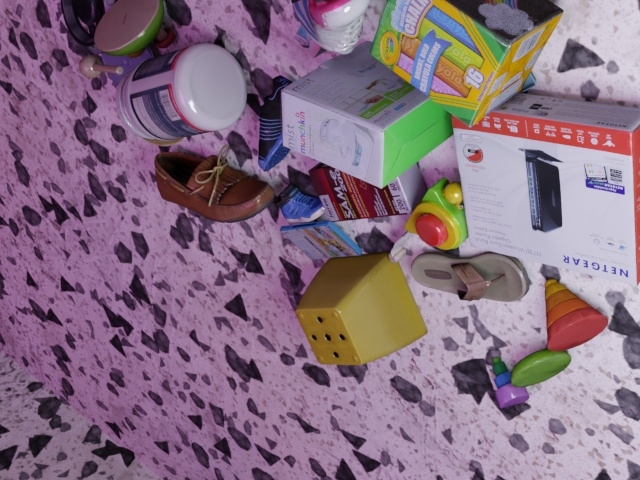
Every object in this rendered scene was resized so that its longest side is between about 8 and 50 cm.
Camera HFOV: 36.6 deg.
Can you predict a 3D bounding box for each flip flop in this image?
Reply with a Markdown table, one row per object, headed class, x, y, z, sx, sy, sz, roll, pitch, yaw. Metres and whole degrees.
| class | x | y | z | sx | sy | sz | roll | pitch | yaw |
| --- | --- | --- | --- | --- | --- | --- | --- | --- | --- |
| flip flop | 0.292 | 0.079 | 1.942 | 0.277 | 0.080 | 0.112 | 6 | 122 | 39 |

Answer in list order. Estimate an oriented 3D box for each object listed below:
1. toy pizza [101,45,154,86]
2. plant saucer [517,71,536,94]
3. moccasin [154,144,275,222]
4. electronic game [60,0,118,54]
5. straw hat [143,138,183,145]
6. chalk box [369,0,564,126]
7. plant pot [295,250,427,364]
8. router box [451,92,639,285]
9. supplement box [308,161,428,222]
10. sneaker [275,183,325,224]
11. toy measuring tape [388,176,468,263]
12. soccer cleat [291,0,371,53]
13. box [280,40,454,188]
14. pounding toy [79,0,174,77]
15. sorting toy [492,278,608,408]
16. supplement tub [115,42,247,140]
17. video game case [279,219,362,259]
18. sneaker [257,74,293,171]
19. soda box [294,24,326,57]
| class | x | y | z | sx | sy | sz | roll | pitch | yaw |
| --- | --- | --- | --- | --- | --- | --- | --- | --- | --- |
| toy pizza | -0.458 | -0.438 | 2.344 | 0.201 | 0.032 | 0.201 | 25 | 132 | 31 |
| plant saucer | 0.304 | -0.340 | 1.668 | 0.067 | 0.018 | 0.192 | -23 | 100 | 50 |
| moccasin | -0.259 | -0.143 | 2.299 | 0.380 | 0.139 | 0.147 | 23 | 142 | 45 |
| electronic game | -0.552 | -0.561 | 2.316 | 0.229 | 0.048 | 0.229 | 20 | 119 | 41 |
| straw hat | -0.372 | -0.286 | 2.342 | 0.144 | 0.144 | 0.061 | 44 | 180 | 11 |
| chalk box | 0.210 | -0.360 | 1.592 | 0.289 | 0.180 | 0.179 | 40 | 139 | 18 |
| plant pot | 0.073 | 0.168 | 2.145 | 0.212 | 0.187 | 0.212 | -7 | 114 | 47 |
| router box | 0.405 | -0.098 | 1.682 | 0.335 | 0.082 | 0.301 | 14 | 131 | 38 |
| supplement box | 0.098 | -0.116 | 1.999 | 0.239 | 0.073 | 0.130 | -6 | 114 | 48 |
| sneaker | -0.046 | -0.088 | 2.173 | 0.152 | 0.058 | 0.084 | -11 | 119 | 55 |
| toy measuring tape | 0.228 | -0.011 | 1.929 | 0.121 | 0.121 | 0.330 | 44 | 150 | 11 |
| soccer cleat | 0.037 | -0.384 | 1.655 | 0.143 | 0.116 | 0.331 | 59 | 179 | -20 |
| box | 0.096 | -0.239 | 1.758 | 0.231 | 0.262 | 0.126 | 24 | 134 | 30 |
| pounding toy | -0.420 | -0.446 | 2.191 | 0.183 | 0.237 | 0.110 | 13 | 158 | 40 |
| sorting toy | 0.424 | 0.198 | 1.914 | 0.365 | 0.127 | 0.126 | 115 | 141 | -51 |
| supplement tub | -0.313 | -0.325 | 2.157 | 0.272 | 0.191 | 0.191 | -3 | 116 | 46 |
| video game case | 0.000 | 0.000 | 2.190 | 0.166 | 0.015 | 0.119 | -6 | 140 | 47 |
| sneaker | -0.096 | -0.253 | 2.091 | 0.090 | 0.081 | 0.232 | 44 | 134 | 15 |
| soda box | 0.019 | -0.436 | 1.848 | 0.063 | 0.058 | 0.183 | 46 | 140 | 8 |
